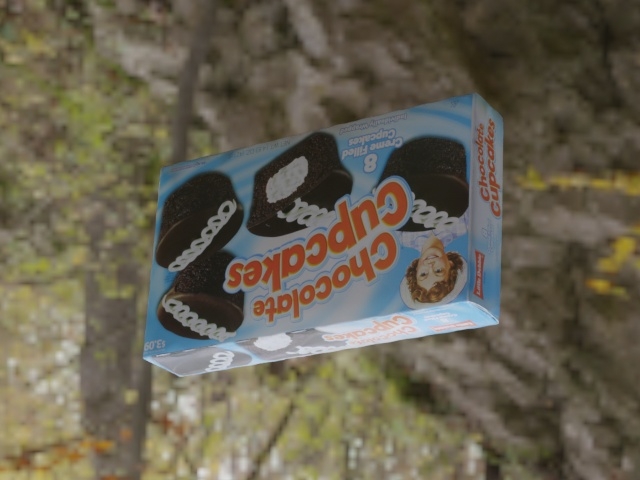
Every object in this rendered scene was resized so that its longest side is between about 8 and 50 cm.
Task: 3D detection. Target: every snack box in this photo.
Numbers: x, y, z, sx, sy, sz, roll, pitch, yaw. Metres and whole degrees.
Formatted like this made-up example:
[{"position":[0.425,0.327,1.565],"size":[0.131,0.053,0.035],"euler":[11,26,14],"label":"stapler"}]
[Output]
[{"position":[0.000,0.000,1.513],"size":[0.322,0.187,0.060],"euler":[-12,152,30],"label":"snack box"}]
